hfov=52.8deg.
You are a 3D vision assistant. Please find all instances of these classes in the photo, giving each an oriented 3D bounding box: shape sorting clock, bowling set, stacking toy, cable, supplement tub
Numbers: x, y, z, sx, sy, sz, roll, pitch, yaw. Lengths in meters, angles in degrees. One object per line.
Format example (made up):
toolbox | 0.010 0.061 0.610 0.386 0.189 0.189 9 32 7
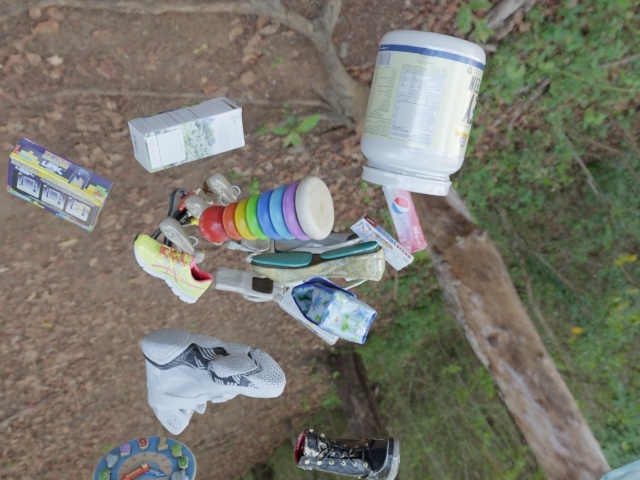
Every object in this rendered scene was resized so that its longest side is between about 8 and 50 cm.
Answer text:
shape sorting clock | -0.359 0.471 1.320 0.206 0.206 0.040 -13 123 -30
bowling set | -0.277 -0.089 1.748 0.287 0.154 0.200 -35 -166 33
stacking toy | -0.141 -0.051 1.478 0.330 0.141 0.141 -9 166 26
cable | -0.412 -0.064 1.864 0.072 0.140 0.287 -20 -162 30
supplement tub | 0.218 -0.278 1.430 0.235 0.235 0.325 0 105 -47

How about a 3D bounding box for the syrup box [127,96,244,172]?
syrup box | -0.295 -0.241 1.444 0.236 0.096 0.093 -22 129 -27

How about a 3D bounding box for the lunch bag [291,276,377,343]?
lunch bag | 0.023 0.141 1.351 0.128 0.151 0.096 28 84 -31

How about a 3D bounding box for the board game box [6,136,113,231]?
board game box | -0.475 -0.098 1.169 0.170 0.048 0.141 28 147 -15

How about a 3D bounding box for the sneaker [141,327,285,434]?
sneaker | -0.256 0.346 1.502 0.137 0.365 0.211 -31 131 -65

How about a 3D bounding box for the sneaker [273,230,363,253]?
sneaker | 0.000 0.000 1.792 0.271 0.108 0.100 -11 168 -7

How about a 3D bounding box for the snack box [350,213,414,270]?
snack box | 0.164 0.006 1.718 0.064 0.178 0.022 -37 -166 51

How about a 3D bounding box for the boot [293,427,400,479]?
boot | 0.081 0.683 2.070 0.283 0.138 0.377 14 156 -9

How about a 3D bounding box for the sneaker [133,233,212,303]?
sneaker | -0.327 0.048 1.450 0.094 0.082 0.208 -33 121 23

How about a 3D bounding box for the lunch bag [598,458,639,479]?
lunch bag | 0.591 0.492 1.105 0.160 0.224 0.262 -15 150 3

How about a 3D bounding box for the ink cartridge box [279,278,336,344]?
ink cartridge box | -0.001 0.203 2.020 0.154 0.212 0.093 -52 171 -12

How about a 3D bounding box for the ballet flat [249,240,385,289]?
ballet flat | -0.007 0.079 1.636 0.348 0.123 0.123 -7 159 8

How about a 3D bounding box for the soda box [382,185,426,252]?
soda box | 0.303 -0.088 2.327 0.092 0.264 0.083 -18 -175 10

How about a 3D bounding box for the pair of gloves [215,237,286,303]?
pair of gloves | -0.180 0.064 1.827 0.204 0.240 0.042 20 137 -9
